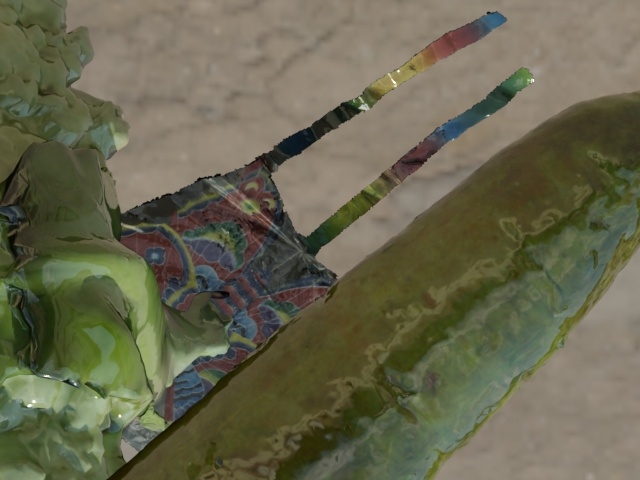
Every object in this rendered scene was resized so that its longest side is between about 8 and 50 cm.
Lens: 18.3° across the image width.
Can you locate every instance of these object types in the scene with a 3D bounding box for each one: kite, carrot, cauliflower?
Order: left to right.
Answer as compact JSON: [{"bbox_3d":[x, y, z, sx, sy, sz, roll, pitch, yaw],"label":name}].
[{"bbox_3d":[-0.131,0.033,0.789,0.239,0.256,0.315,-47,155,11],"label":"cauliflower"},{"bbox_3d":[-0.031,0.087,0.534,0.358,0.074,0.074,-45,145,1],"label":"carrot"},{"bbox_3d":[0.000,0.000,0.962,0.285,0.015,0.152,-34,109,9],"label":"kite"}]
